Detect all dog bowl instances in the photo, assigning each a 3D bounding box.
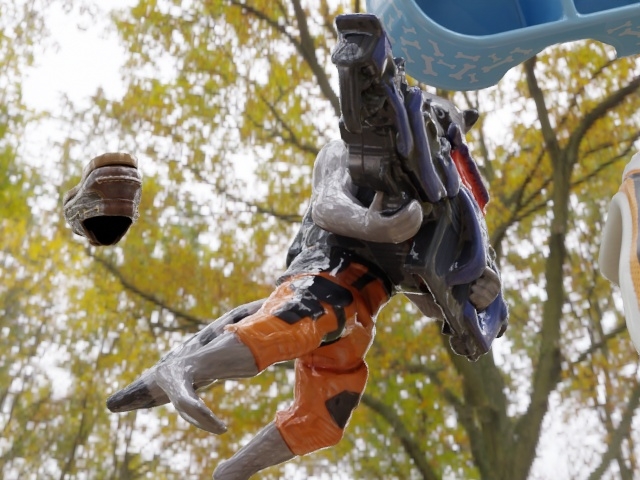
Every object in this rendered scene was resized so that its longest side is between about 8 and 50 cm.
[{"bbox_3d":[0.186,-0.230,0.868,0.297,0.166,0.074,-13,-9,-4],"label":"dog bowl"}]

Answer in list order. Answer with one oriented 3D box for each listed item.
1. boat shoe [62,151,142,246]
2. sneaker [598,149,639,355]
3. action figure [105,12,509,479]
[{"bbox_3d":[-0.239,-0.029,1.125,0.073,0.073,0.207,-4,-13,-19],"label":"boat shoe"},{"bbox_3d":[0.179,0.024,0.284,0.126,0.321,0.127,32,-79,-13],"label":"sneaker"},{"bbox_3d":[0.000,0.000,0.708,0.178,0.330,0.341,18,-32,35],"label":"action figure"}]
